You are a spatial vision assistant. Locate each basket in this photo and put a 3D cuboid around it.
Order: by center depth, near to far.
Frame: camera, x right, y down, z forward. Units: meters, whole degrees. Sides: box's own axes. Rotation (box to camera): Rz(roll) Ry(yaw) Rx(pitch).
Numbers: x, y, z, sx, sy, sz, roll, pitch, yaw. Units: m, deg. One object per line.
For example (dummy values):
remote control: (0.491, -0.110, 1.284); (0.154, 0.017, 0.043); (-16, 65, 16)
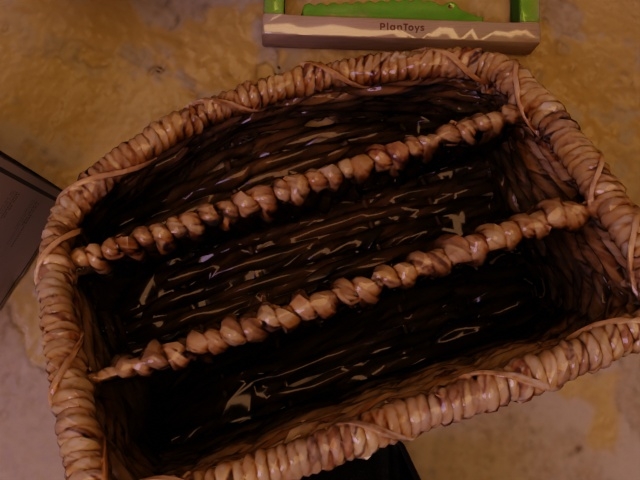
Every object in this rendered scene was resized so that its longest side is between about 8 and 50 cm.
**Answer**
basket: (0.000, 0.000, 0.485); (0.299, 0.223, 0.213); (-18, 85, -4)

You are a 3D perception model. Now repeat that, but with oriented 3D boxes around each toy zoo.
toy zoo: (0.057, -0.279, 0.613); (0.192, 0.030, 0.293); (1, 84, -3)

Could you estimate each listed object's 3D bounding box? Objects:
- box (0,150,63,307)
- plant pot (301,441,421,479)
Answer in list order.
box: (-0.241, 0.004, 0.439); (0.087, 0.290, 0.169); (31, 85, 2)
plant pot: (-0.021, 0.232, 0.489); (0.188, 0.187, 0.167); (-8, 97, -4)
